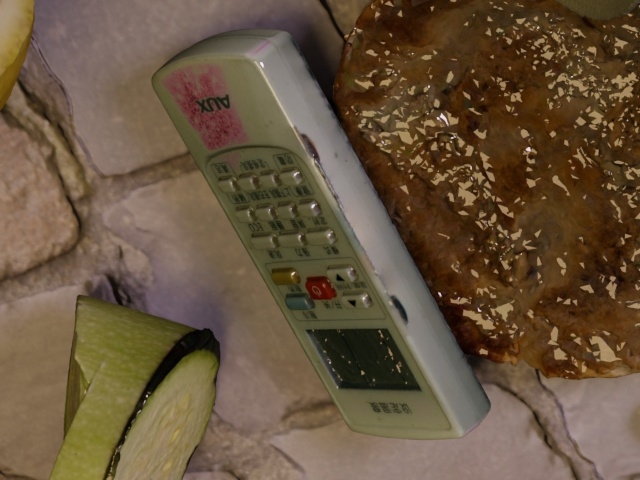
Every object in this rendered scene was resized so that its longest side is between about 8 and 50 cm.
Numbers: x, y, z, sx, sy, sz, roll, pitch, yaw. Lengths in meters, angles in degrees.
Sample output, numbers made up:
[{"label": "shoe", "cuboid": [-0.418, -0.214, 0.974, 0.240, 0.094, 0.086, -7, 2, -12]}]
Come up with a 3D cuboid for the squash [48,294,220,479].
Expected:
[{"label": "squash", "cuboid": [-0.174, 0.154, 1.444, 0.133, 0.220, 0.220, 20, 124, 6]}]

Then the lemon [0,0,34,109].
[{"label": "lemon", "cuboid": [-0.399, -0.148, 1.286, 0.364, 0.364, 0.364, 10, 122, 16]}]

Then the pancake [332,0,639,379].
[{"label": "pancake", "cuboid": [0.173, -0.051, 1.283, 0.356, 0.065, 0.356, 11, 122, 18]}]

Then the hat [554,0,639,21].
[{"label": "hat", "cuboid": [0.169, -0.272, 1.094, 0.130, 0.257, 0.257, -29, 111, -12]}]

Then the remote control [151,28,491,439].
[{"label": "remote control", "cuboid": [-0.001, 0.001, 1.358, 0.145, 0.050, 0.344, -5, 120, 53]}]
